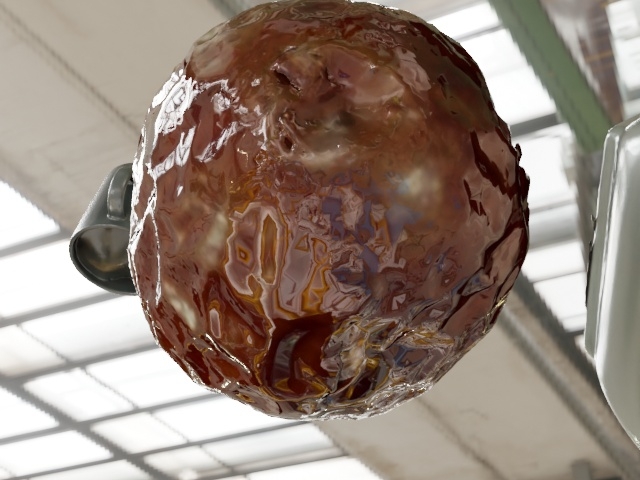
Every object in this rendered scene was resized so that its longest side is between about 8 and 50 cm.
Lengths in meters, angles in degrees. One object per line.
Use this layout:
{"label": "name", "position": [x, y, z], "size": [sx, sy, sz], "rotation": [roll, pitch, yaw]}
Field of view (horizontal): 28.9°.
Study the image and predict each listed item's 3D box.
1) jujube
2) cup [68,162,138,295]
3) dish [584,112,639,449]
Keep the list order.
{"label": "jujube", "position": [0.000, 0.000, 0.613], "size": [0.290, 0.197, 0.197], "rotation": [104, 162, -68]}
{"label": "cup", "position": [-0.145, -0.019, 0.949], "size": [0.100, 0.078, 0.077], "rotation": [94, -173, -47]}
{"label": "dish", "position": [0.211, 0.000, 0.708], "size": [0.151, 0.077, 0.212], "rotation": [-27, -52, -36]}
